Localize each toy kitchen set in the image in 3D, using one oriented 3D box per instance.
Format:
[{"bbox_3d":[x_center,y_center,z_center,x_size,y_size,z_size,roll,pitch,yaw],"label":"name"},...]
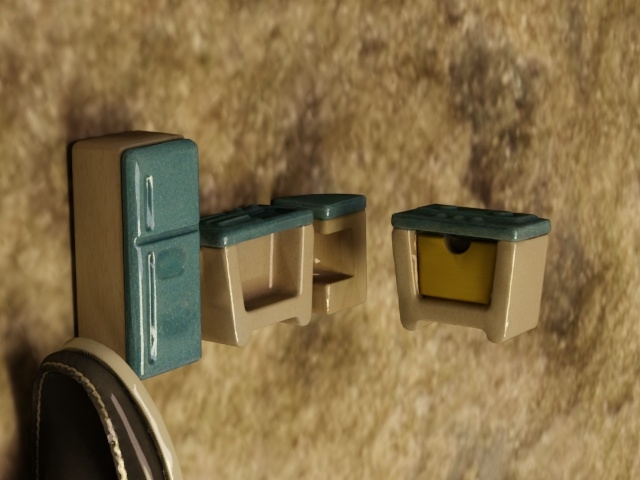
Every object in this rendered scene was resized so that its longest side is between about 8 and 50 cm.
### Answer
[{"bbox_3d":[0.000,0.000,0.999,0.207,0.166,0.122,-17,110,-52],"label":"toy kitchen set"}]

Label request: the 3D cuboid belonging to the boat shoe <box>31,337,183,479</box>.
[{"bbox_3d":[-0.116,0.165,0.942,0.079,0.084,0.233,-22,117,-50],"label":"boat shoe"}]
